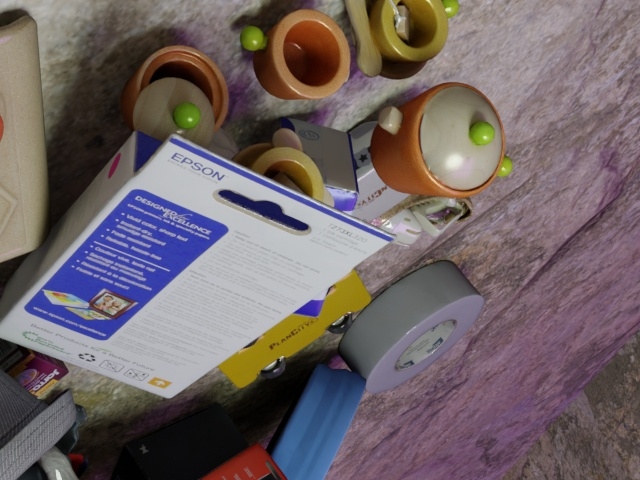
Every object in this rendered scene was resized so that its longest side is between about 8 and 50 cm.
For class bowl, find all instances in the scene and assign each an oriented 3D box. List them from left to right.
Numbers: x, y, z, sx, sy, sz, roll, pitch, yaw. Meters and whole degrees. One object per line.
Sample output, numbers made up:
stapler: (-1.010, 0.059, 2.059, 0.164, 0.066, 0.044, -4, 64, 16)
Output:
bowl: (-0.061, 0.344, 1.632, 0.391, 0.077, 0.391, -61, 178, -3)

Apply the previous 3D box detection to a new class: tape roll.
tape roll: (0.134, 0.128, 1.741, 0.219, 0.072, 0.219, -33, 157, -16)

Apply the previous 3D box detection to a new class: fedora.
fedora: (-0.339, 0.193, 0.997, 0.275, 0.124, 0.244, -42, -176, 14)

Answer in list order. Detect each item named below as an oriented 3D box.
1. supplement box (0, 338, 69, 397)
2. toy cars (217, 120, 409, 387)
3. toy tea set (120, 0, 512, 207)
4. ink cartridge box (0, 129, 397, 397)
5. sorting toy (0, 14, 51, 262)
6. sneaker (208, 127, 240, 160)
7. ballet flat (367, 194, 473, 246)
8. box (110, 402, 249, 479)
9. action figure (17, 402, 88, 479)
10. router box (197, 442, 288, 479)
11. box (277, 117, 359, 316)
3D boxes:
supplement box: (-0.284, 0.117, 1.117, 0.055, 0.043, 0.083, -39, 158, 0)
toy cars: (0.000, 0.000, 1.281, 0.176, 0.087, 0.394, 0, 133, -40)
toy tea set: (0.012, -0.102, 0.939, 0.336, 0.200, 0.124, -21, -173, -30)
ink cartridge box: (-0.112, 0.018, 0.916, 0.175, 0.069, 0.371, 24, 147, -22)
sorting toy: (-0.288, 0.001, 0.835, 0.229, 0.041, 0.307, -26, 145, -29)
sneaker: (-0.122, -0.012, 1.067, 0.115, 0.090, 0.232, -23, 152, -25)
ballet flat: (0.110, -0.031, 1.406, 0.206, 0.067, 0.073, -19, 152, -39)
box: (-0.194, 0.335, 1.586, 0.153, 0.108, 0.207, -21, 152, -35)
action figure: (-0.359, 0.339, 1.266, 0.330, 0.179, 0.341, -9, 144, -38)
router box: (-0.219, 0.390, 1.326, 0.335, 0.082, 0.301, -42, 170, 22)
box: (-0.019, -0.022, 1.095, 0.072, 0.126, 0.137, 12, 120, -10)
